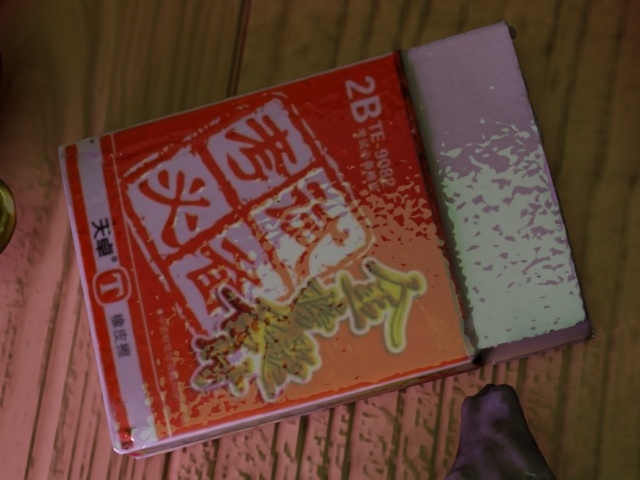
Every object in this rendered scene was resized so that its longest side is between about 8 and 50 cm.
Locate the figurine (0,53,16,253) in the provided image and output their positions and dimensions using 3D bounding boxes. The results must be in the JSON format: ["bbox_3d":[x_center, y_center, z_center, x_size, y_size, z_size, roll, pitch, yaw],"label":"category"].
[{"bbox_3d":[-0.234,-0.076,0.868,0.189,0.142,0.263,12,74,-19],"label":"figurine"}]

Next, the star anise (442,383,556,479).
[{"bbox_3d":[0.102,0.178,0.738,0.316,0.139,0.359,34,75,14],"label":"star anise"}]

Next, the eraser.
[{"bbox_3d":[0.000,0.000,0.855,0.230,0.038,0.157,-15,73,7],"label":"eraser"}]
